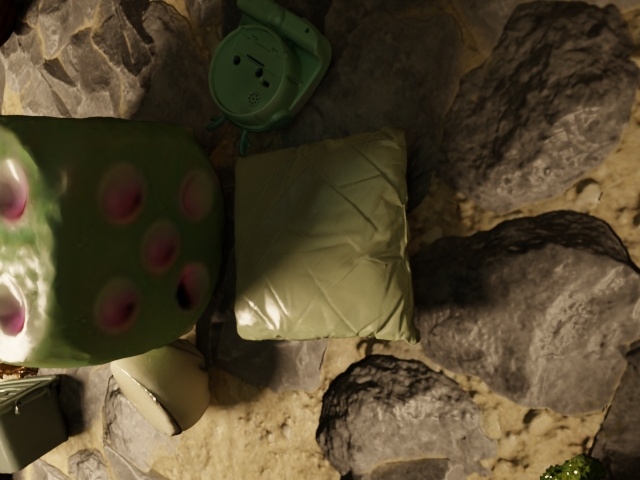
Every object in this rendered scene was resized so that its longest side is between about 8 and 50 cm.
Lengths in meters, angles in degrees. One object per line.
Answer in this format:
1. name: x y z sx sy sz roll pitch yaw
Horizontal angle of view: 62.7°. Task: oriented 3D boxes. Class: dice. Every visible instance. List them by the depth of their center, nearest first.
1. dice: -0.350 -0.019 0.772 0.322 0.318 0.331 7 98 26

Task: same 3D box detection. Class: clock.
1. clock: -0.091 -0.229 0.753 0.159 0.066 0.211 36 104 22

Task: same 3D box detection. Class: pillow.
1. pillow: -0.001 0.001 0.730 0.274 0.076 0.281 -5 85 27

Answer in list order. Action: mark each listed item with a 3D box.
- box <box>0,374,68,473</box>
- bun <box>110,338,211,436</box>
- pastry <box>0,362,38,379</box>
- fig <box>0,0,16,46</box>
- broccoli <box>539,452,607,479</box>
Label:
1. box: -0.627 0.368 1.046 0.243 0.163 0.135 -12 98 26
2. bun: -0.244 0.218 0.845 0.172 0.120 0.173 29 142 25
3. pastry: -0.569 0.116 0.961 0.275 0.192 0.275 34 137 39
4. fig: -0.684 -0.518 0.999 0.216 0.217 0.321 -6 69 28
5. broccoli: 0.331 0.381 0.500 0.283 0.304 0.321 -17 88 -3
